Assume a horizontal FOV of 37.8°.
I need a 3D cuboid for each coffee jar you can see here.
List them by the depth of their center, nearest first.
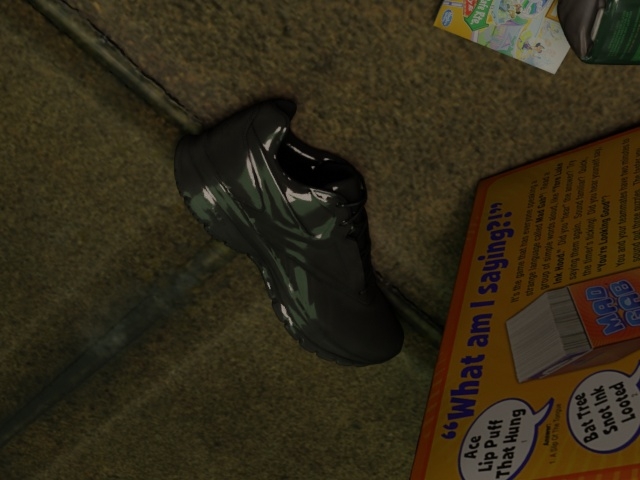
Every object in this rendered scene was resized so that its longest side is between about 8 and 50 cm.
[{"bbox_3d":[0.262,-0.162,0.634,0.184,0.096,0.079,2,132,-6],"label":"coffee jar"}]

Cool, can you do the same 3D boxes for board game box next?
[{"bbox_3d":[0.324,0.137,0.674,0.356,0.356,0.356,-18,121,31],"label":"board game box"},{"bbox_3d":[0.160,-0.209,0.682,0.103,0.026,0.154,20,128,-4],"label":"board game box"}]

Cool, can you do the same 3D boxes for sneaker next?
[{"bbox_3d":[0.000,0.000,0.829,0.130,0.109,0.286,-30,117,23],"label":"sneaker"}]
